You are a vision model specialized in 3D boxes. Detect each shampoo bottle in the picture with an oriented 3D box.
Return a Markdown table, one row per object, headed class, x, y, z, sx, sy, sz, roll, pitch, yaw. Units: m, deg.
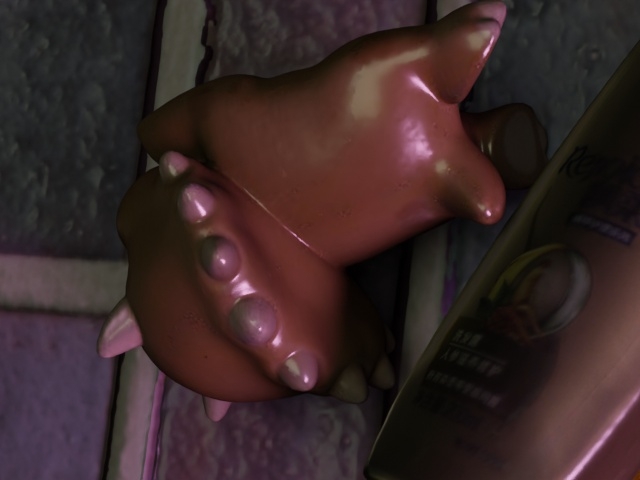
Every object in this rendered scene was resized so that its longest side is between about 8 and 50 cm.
| class | x | y | z | sx | sy | sz | roll | pitch | yaw |
| --- | --- | --- | --- | --- | --- | --- | --- | --- | --- |
| shampoo bottle | 0.158 | -0.001 | 0.816 | 0.125 | 0.084 | 0.350 | 25 | 75 | 40 |

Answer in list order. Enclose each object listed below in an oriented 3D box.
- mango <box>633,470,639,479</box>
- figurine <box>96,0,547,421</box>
| class | x | y | z | sx | sy | sz | roll | pitch | yaw |
| --- | --- | --- | --- | --- | --- | --- | --- | --- | --- |
| mango | 0.149 | 0.148 | 0.832 | 0.111 | 0.089 | 0.163 | 23 | 83 | 29 |
| figurine | -0.002 | 0.003 | 0.874 | 0.247 | 0.177 | 0.173 | -9 | 58 | 15 |
